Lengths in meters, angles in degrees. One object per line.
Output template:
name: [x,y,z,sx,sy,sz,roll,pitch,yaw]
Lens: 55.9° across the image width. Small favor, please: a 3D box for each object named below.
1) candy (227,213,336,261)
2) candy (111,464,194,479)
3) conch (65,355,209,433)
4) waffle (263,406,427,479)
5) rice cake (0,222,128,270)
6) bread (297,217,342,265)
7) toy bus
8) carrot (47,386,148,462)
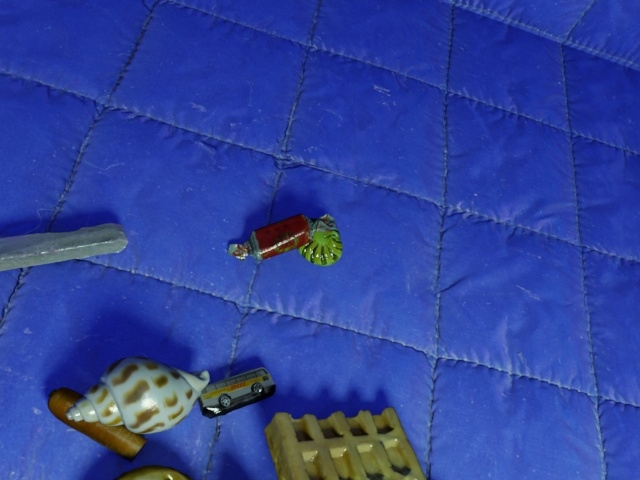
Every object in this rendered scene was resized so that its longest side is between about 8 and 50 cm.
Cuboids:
candy: [-0.101,-0.009,1.560,0.292,0.059,0.086,-20,61,-4]
candy: [-0.329,0.565,1.154,0.260,0.118,0.260,7,57,-11]
conch: [-0.368,0.319,1.238,0.275,0.183,0.148,15,63,-25]
waffle: [0.076,0.500,1.265,0.348,0.077,0.304,5,40,-30]
rice cake: [-0.656,0.021,1.400,0.399,0.064,0.070,-10,55,-23]
bread: [0.000,0.000,1.622,0.130,0.071,0.139,13,57,-5]
toy bus: [-0.191,0.343,1.366,0.172,0.057,0.072,-15,57,-25]
carrot: [-0.468,0.376,1.249,0.225,0.067,0.067,31,56,0]
